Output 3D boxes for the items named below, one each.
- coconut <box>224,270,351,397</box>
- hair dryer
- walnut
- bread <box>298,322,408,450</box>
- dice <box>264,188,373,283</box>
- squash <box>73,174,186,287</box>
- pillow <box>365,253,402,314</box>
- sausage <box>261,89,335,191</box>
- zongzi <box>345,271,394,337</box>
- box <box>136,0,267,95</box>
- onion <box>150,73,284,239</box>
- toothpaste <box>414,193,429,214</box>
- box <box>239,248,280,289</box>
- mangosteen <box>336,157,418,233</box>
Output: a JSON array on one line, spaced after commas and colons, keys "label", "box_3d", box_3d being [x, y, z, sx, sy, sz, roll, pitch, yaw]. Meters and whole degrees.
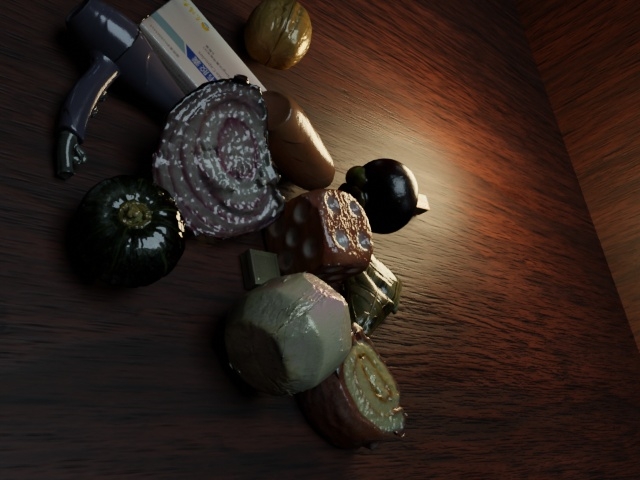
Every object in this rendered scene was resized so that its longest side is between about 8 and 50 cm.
[{"label": "coconut", "box_3d": [-0.049, 0.169, 1.365, 0.230, 0.227, 0.227, -29, 91, -49]}, {"label": "hair dryer", "box_3d": [-0.390, -0.239, 1.347, 0.301, 0.121, 0.361, 47, 47, -34]}, {"label": "walnut", "box_3d": [-0.103, -0.515, 1.811, 0.165, 0.165, 0.197, 43, 47, -24]}, {"label": "bread", "box_3d": [0.067, 0.318, 1.493, 0.244, 0.123, 0.190, 56, 38, -7]}, {"label": "dice", "box_3d": [0.000, 0.000, 1.576, 0.174, 0.175, 0.179, 4, 63, -51]}, {"label": "squash", "box_3d": [-0.318, -0.015, 1.217, 0.193, 0.156, 0.193, 7, 77, -33]}, {"label": "pillow", "box_3d": [0.132, 0.081, 1.803, 0.203, 0.038, 0.113, 43, 40, -23]}, {"label": "sausage", "box_3d": [-0.058, -0.212, 1.633, 0.304, 0.121, 0.121, 49, 30, -58]}, {"label": "zongzi", "box_3d": [0.066, 0.135, 1.656, 0.178, 0.081, 0.189, 52, 37, 0]}, {"label": "box", "box_3d": [-0.248, -0.363, 1.605, 0.343, 0.065, 0.200, 49, 38, -18]}, {"label": "onion", "box_3d": [-0.225, -0.161, 1.437, 0.280, 0.146, 0.314, -13, 105, -36]}, {"label": "toothpaste", "box_3d": [0.235, -0.101, 2.047, 0.193, 0.044, 0.070, 8, 62, -48]}, {"label": "box", "box_3d": [-0.122, 0.061, 1.504, 0.079, 0.035, 0.083, 14, 56, -46]}, {"label": "mangosteen", "box_3d": [0.131, -0.111, 1.819, 0.230, 0.194, 0.194, 0, 64, -23]}]
